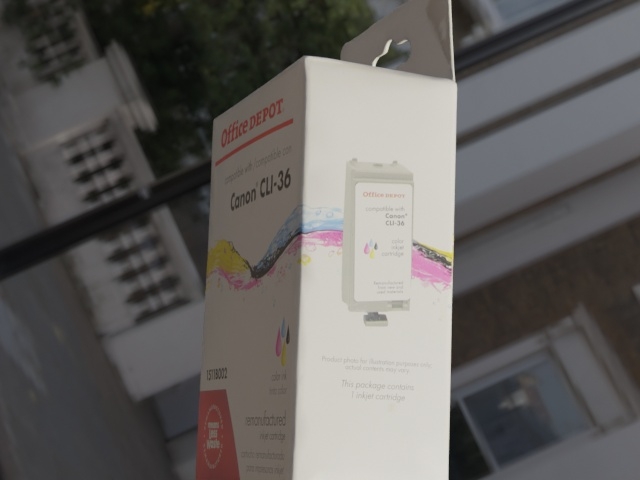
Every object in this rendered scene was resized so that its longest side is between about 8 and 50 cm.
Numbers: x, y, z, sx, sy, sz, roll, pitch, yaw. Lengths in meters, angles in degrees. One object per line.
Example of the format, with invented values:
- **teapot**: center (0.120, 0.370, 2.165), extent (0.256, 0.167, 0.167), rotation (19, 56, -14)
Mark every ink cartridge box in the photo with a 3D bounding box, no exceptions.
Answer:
- **ink cartridge box**: center (0.000, 0.000, 0.546), extent (0.115, 0.067, 0.198), rotation (161, -66, -66)
